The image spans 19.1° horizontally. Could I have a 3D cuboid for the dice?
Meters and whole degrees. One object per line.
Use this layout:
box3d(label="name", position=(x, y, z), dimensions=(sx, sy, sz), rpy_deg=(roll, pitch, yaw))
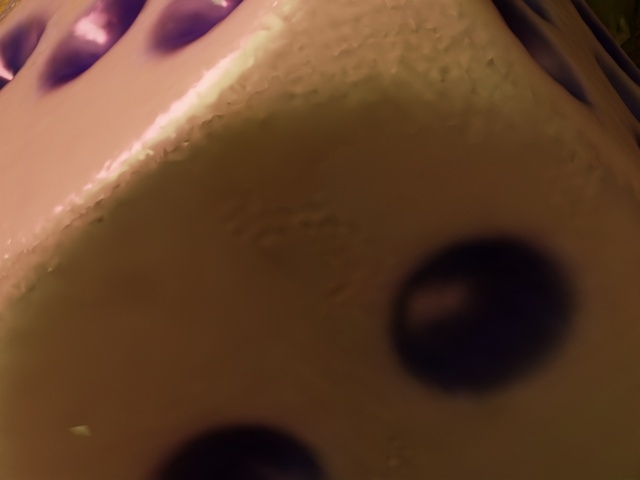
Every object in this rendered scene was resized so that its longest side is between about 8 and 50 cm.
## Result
box3d(label="dice", position=(0.000, 0.000, 0.879), dimensions=(0.304, 0.304, 0.277), rpy_deg=(-39, 28, 16))

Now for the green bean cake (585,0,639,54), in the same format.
box3d(label="green bean cake", position=(0.067, -0.159, 1.155), dimensions=(0.247, 0.156, 0.250), rpy_deg=(-31, 31, 27))
